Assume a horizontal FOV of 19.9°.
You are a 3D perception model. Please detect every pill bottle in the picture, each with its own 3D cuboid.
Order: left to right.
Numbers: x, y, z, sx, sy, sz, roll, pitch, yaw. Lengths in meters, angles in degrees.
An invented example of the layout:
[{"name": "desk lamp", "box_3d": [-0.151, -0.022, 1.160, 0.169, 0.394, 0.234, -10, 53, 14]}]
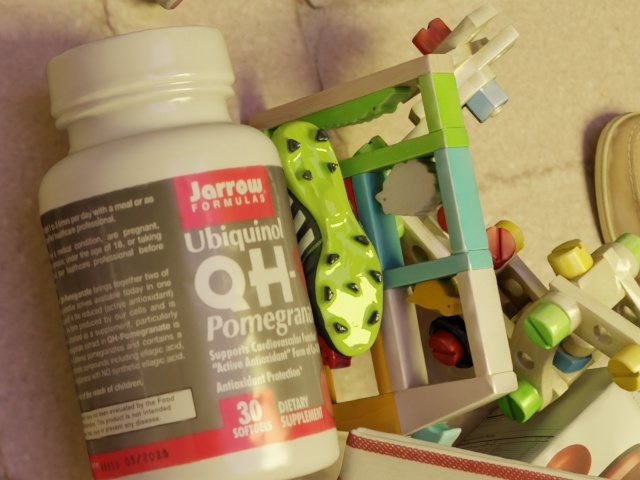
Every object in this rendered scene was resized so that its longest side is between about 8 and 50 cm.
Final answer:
[{"name": "pill bottle", "box_3d": [-0.101, 0.019, 1.287, 0.176, 0.176, 0.319, -10, 86, -30]}]

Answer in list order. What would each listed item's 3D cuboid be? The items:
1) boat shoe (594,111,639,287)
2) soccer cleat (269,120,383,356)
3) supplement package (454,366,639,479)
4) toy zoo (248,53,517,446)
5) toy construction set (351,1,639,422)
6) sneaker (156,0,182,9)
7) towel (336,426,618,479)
[{"name": "boat shoe", "box_3d": [0.325, 0.029, 1.569, 0.109, 0.098, 0.302, -16, 89, -30]}, {"name": "soccer cleat", "box_3d": [0.000, 0.000, 1.347, 0.060, 0.072, 0.179, -13, 84, -24]}, {"name": "supplement package", "box_3d": [0.191, 0.235, 1.426, 0.203, 0.149, 0.194, -40, 101, -28]}, {"name": "toy zoo", "box_3d": [0.046, 0.027, 1.360, 0.030, 0.192, 0.293, -5, 83, -47]}, {"name": "toy construction set", "box_3d": [0.132, -0.006, 1.384, 0.151, 0.215, 0.328, -22, 77, -27]}, {"name": "sneaker", "box_3d": [-0.104, -0.298, 1.398, 0.104, 0.095, 0.236, 28, 69, -14]}, {"name": "towel", "box_3d": [0.101, 0.309, 1.307, 0.237, 0.037, 0.329, 11, 101, 0]}]
